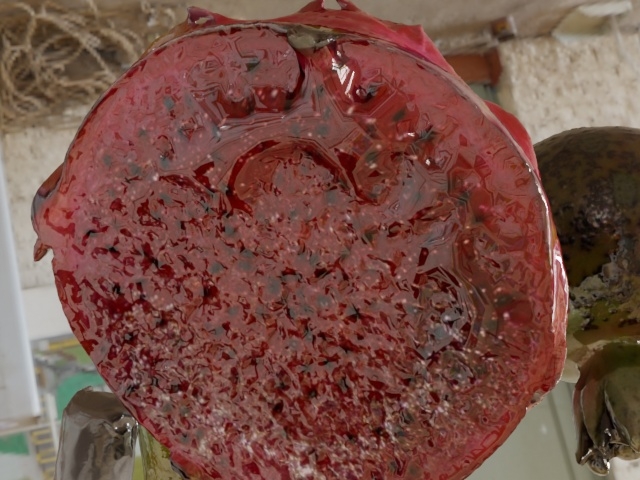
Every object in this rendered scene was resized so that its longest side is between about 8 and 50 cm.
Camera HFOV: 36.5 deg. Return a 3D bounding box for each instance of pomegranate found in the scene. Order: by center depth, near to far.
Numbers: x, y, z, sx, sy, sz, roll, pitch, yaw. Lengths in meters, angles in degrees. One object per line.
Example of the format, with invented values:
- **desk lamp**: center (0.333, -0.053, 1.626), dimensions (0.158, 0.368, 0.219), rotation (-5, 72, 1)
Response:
- **pomegranate**: center (0.280, 0.059, 0.932), dimensions (0.285, 0.341, 0.285), rotation (0, 146, 0)

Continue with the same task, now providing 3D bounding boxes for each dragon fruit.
- **dragon fruit**: center (0.000, 0.000, 0.736), dimensions (0.386, 0.371, 0.249), rotation (16, -158, 12)

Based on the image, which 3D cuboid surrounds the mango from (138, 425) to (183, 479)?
- **mango**: center (-0.125, 0.245, 1.024), dimensions (0.137, 0.237, 0.091), rotation (6, -151, 20)

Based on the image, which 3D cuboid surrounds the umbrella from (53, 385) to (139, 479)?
- **umbrella**: center (-0.220, 0.299, 0.889), dimensions (0.073, 0.337, 0.067), rotation (15, -168, 21)
